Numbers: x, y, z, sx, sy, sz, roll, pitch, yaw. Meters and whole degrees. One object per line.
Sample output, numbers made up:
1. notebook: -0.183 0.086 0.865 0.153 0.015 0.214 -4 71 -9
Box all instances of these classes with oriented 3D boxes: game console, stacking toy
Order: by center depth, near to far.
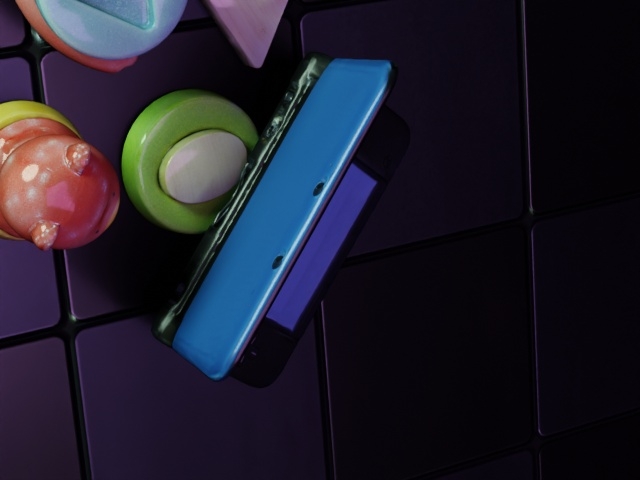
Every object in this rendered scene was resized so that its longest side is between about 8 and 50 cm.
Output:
1. stacking toy: -0.138 -0.126 1.325 0.280 0.130 0.309 9 98 -31
2. game console: 0.000 0.000 1.372 0.250 0.173 0.293 33 86 -51
